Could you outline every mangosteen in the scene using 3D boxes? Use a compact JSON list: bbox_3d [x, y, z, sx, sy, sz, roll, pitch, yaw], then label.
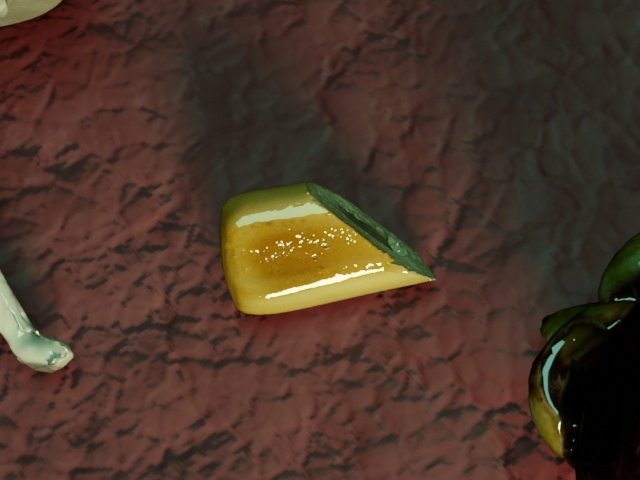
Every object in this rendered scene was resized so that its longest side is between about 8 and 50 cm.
[{"bbox_3d":[0.186,0.070,0.739,0.194,0.194,0.230,-35,44,-11],"label":"mangosteen"}]

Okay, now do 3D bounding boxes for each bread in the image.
[{"bbox_3d":[0.001,-0.001,0.833,0.103,0.049,0.062,-12,101,-4],"label":"bread"}]

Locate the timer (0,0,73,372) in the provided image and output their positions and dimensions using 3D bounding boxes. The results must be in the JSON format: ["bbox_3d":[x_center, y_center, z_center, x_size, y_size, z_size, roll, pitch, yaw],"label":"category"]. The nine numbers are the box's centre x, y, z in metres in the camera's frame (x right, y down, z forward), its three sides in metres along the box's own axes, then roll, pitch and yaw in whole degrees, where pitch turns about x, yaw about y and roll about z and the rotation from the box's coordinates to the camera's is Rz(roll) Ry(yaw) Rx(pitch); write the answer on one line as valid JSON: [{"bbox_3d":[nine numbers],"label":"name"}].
[{"bbox_3d":[-0.201,-0.066,0.835,0.175,0.175,0.266,-2,84,2],"label":"timer"}]
